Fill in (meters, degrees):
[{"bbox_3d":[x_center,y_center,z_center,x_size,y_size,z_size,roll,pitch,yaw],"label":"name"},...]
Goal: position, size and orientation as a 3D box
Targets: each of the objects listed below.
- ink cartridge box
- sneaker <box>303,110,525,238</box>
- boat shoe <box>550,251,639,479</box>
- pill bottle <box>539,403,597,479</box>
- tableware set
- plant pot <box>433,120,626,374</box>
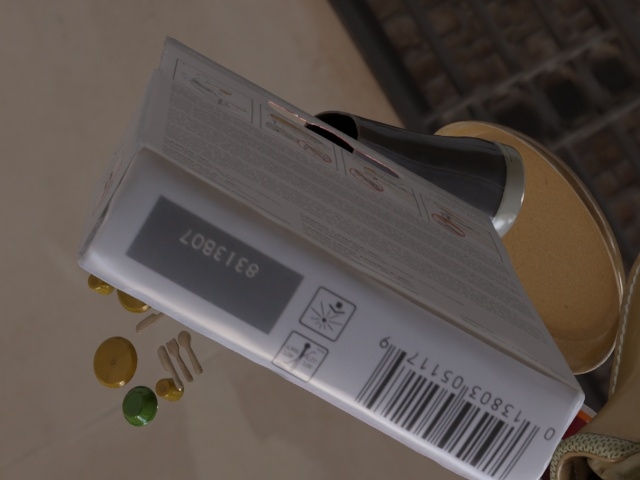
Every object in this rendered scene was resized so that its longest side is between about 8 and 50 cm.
[{"bbox_3d":[0.000,0.000,0.665,0.066,0.189,0.232,-59,-169,9],"label":"ink cartridge box"},{"bbox_3d":[0.011,-0.015,0.956,0.118,0.083,0.222,17,147,-26],"label":"sneaker"},{"bbox_3d":[0.100,0.065,0.452,0.068,0.072,0.190,124,-23,-43],"label":"boat shoe"},{"bbox_3d":[0.243,0.249,1.725,0.152,0.086,0.086,-51,-176,-23],"label":"pill bottle"},{"bbox_3d":[-0.168,0.088,1.465,0.104,0.154,0.024,-36,157,16],"label":"tableware set"},{"bbox_3d":[0.171,0.002,1.331,0.032,0.236,0.236,-31,176,-27],"label":"plant pot"}]
